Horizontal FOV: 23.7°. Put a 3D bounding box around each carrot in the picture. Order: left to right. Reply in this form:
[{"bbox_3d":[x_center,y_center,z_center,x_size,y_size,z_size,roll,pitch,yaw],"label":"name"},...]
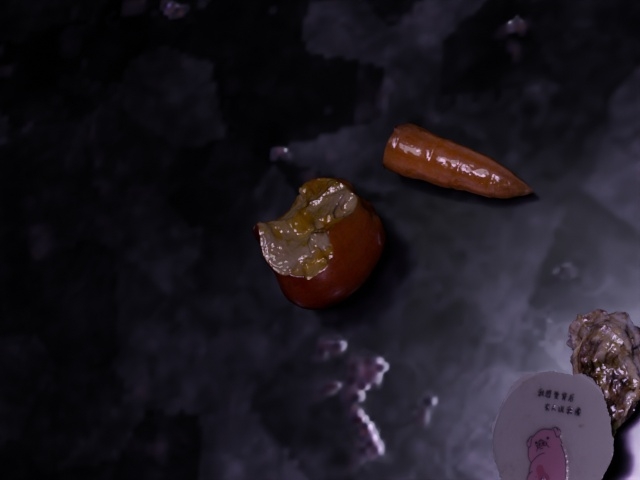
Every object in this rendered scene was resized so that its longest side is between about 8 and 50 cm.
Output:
[{"bbox_3d":[0.186,-0.094,2.005,0.205,0.072,0.072,21,82,21],"label":"carrot"}]

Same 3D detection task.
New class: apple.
[{"bbox_3d":[0.006,0.003,2.006,0.158,0.147,0.156,-28,29,3],"label":"apple"}]

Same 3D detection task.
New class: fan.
[{"bbox_3d":[0.264,0.309,1.827,0.182,0.010,0.310,2,79,45],"label":"fan"}]

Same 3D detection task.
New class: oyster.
[{"bbox_3d":[0.347,0.163,1.833,0.108,0.053,0.165,-10,77,25],"label":"oyster"}]
